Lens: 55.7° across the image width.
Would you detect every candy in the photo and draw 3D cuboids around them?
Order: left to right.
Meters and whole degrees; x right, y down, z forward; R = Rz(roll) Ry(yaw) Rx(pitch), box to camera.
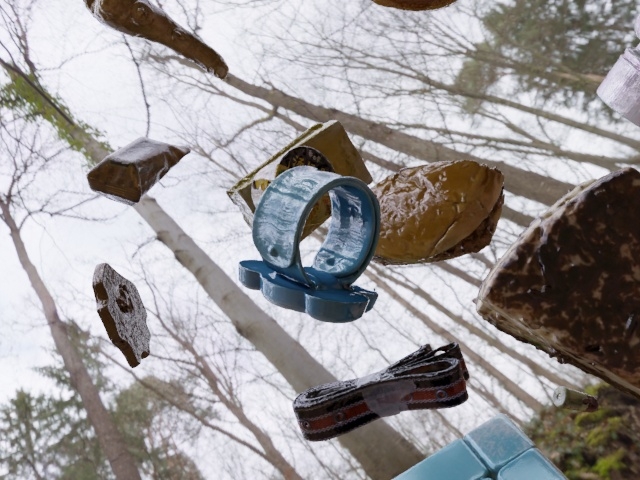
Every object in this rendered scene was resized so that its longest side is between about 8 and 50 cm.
[{"bbox_3d":[-0.403,-0.169,1.350,0.143,0.271,0.101,15,-57,6],"label":"candy"}]

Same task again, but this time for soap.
[{"bbox_3d":[-0.041,-0.127,1.424,0.315,0.091,0.199,-39,-70,-21],"label":"soap"}]

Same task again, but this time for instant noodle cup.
[{"bbox_3d":[-0.056,-0.100,1.194,0.151,0.122,0.151,2,-94,-34],"label":"instant noodle cup"}]

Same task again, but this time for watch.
[{"bbox_3d":[0.000,0.000,0.841,0.211,0.211,0.193,6,-79,-36],"label":"watch"}]

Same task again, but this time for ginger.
[{"bbox_3d":[-0.306,-0.403,1.169,0.294,0.131,0.086,25,-87,-22],"label":"ginger"}]

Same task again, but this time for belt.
[{"bbox_3d":[0.119,0.305,1.203,0.359,0.126,0.094,-21,-73,5],"label":"belt"}]

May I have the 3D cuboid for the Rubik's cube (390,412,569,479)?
[{"bbox_3d":[0.269,0.517,0.889,0.322,0.316,0.318,-29,-69,-5],"label":"Rubik's cube"}]

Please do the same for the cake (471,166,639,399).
[{"bbox_3d":[0.210,0.086,0.411,0.135,0.246,0.112,-33,-8,11],"label":"cake"}]

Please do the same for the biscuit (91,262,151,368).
[{"bbox_3d":[-0.395,0.157,1.210,0.034,0.215,0.182,-24,-30,3],"label":"biscuit"}]

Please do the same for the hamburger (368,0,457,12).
[{"bbox_3d":[0.141,-0.505,0.916,0.290,0.314,0.170,-37,-26,-9],"label":"hamburger"}]

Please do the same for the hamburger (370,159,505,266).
[{"bbox_3d":[0.187,-0.037,1.076,0.282,0.245,0.155,-45,-46,3],"label":"hamburger"}]

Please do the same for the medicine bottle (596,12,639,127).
[{"bbox_3d":[0.585,-0.328,0.847,0.213,0.213,0.378,2,-49,-35],"label":"medicine bottle"}]

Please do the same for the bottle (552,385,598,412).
[{"bbox_3d":[0.557,0.349,1.311,0.101,0.063,0.047,17,-86,-16],"label":"bottle"}]
